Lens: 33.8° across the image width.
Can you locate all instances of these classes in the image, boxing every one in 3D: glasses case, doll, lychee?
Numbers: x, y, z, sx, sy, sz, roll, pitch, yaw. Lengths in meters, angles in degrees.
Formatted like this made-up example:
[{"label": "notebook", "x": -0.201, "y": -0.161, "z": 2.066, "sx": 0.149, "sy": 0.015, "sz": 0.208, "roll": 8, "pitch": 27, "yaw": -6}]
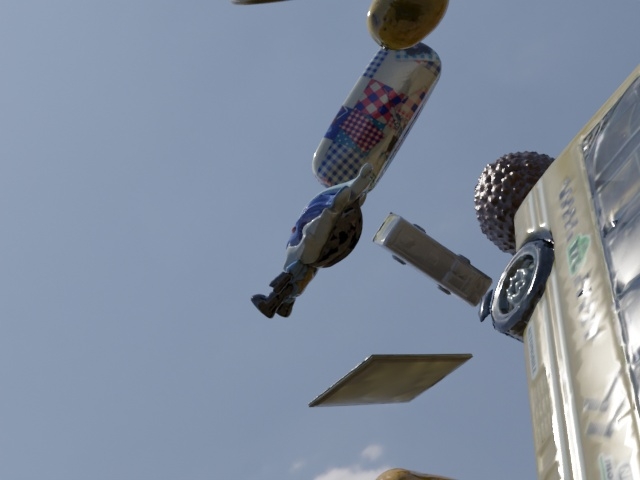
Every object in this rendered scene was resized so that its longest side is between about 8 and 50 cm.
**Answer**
[{"label": "glasses case", "x": 0.101, "y": -0.222, "z": 1.879, "sx": 0.327, "sy": 0.125, "sz": 0.076, "roll": -59, "pitch": -17, "yaw": -16}, {"label": "doll", "x": 0.000, "y": 0.000, "z": 1.123, "sx": 0.195, "sy": 0.070, "sz": 0.096, "roll": -55, "pitch": -15, "yaw": 12}, {"label": "lychee", "x": 0.358, "y": -0.059, "z": 1.814, "sx": 0.200, "sy": 0.238, "sz": 0.200, "roll": -15, "pitch": -63, "yaw": -31}]

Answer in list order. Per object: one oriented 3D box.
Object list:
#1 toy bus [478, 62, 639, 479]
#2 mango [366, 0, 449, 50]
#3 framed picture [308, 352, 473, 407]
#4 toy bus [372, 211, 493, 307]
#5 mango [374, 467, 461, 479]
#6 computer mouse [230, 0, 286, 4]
[{"label": "toy bus", "x": 0.202, "y": 0.065, "z": 0.505, "sx": 0.177, "sy": 0.365, "sz": 0.202, "roll": 24, "pitch": -56, "yaw": -11}, {"label": "mango", "x": 0.146, "y": -0.373, "z": 1.697, "sx": 0.161, "sy": 0.103, "sz": 0.076, "roll": -41, "pitch": -7, "yaw": -17}, {"label": "framed picture", "x": 0.114, "y": 0.224, "z": 1.691, "sx": 0.231, "sy": 0.010, "sz": 0.173, "roll": 6, "pitch": -37, "yaw": -42}, {"label": "toy bus", "x": 0.171, "y": 0.029, "z": 1.577, "sx": 0.190, "sy": 0.075, "sz": 0.064, "roll": 33, "pitch": -92, "yaw": -12}, {"label": "mango", "x": 0.166, "y": 0.331, "z": 1.182, "sx": 0.262, "sy": 0.157, "sz": 0.109, "roll": 43, "pitch": -110, "yaw": -10}, {"label": "computer mouse", "x": -0.021, "y": -0.313, "z": 1.094, "sx": 0.125, "sy": 0.245, "sz": 0.056, "roll": -4, "pitch": -44, "yaw": 16}]
